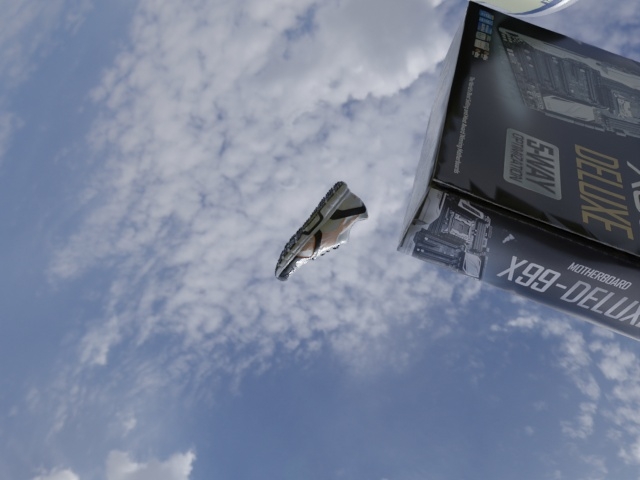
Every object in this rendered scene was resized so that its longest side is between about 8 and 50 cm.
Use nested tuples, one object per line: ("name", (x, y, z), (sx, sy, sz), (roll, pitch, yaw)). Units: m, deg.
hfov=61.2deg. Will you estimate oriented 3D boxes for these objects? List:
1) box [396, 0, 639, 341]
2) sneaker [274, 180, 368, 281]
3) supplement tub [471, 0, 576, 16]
("box", (0.213, -0.074, 0.464), (0.243, 0.076, 0.307), (21, -133, 2))
("sneaker", (0.000, 0.000, 0.488), (0.109, 0.044, 0.040), (-49, -166, 15))
("supplement tub", (0.188, -0.416, 0.638), (0.235, 0.325, 0.235), (2, -87, 56))
